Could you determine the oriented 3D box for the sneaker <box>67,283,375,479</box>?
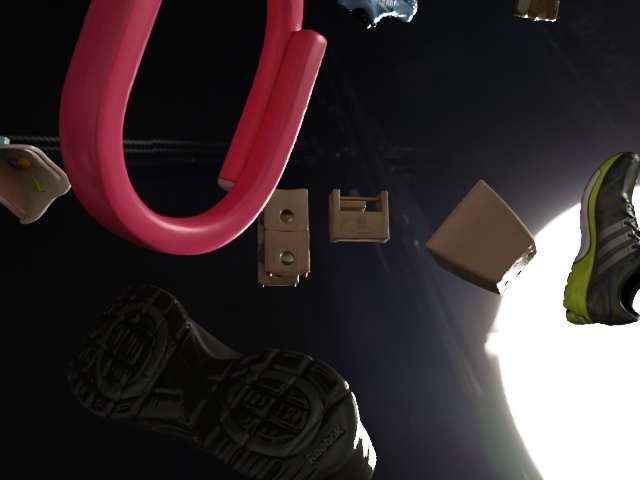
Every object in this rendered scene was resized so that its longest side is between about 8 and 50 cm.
[{"bbox_3d":[-0.083,0.127,0.545,0.109,0.286,0.130,-56,-38,-19],"label":"sneaker"}]

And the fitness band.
[{"bbox_3d":[-0.090,-0.133,0.549,0.209,0.054,0.291,22,-95,-55],"label":"fitness band"}]

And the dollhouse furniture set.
[{"bbox_3d":[0.000,0.000,1.077,0.183,0.129,0.129,1,-101,-9],"label":"dollhouse furniture set"}]

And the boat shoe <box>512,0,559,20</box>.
[{"bbox_3d":[0.298,-0.364,0.868,0.072,0.190,0.068,18,-132,10],"label":"boat shoe"}]

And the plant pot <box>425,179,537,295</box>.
[{"bbox_3d":[0.212,0.007,0.890,0.096,0.109,0.109,40,180,24],"label":"plant pot"}]

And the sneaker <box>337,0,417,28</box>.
[{"bbox_3d":[0.075,-0.339,1.007,0.162,0.073,0.063,2,-156,-48],"label":"sneaker"}]

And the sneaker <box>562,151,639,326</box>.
[{"bbox_3d":[0.496,0.004,1.155,0.111,0.121,0.300,9,-89,-42],"label":"sneaker"}]

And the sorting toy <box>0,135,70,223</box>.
[{"bbox_3d":[-0.242,-0.057,0.571,0.083,0.075,0.045,52,-132,-40],"label":"sorting toy"}]
